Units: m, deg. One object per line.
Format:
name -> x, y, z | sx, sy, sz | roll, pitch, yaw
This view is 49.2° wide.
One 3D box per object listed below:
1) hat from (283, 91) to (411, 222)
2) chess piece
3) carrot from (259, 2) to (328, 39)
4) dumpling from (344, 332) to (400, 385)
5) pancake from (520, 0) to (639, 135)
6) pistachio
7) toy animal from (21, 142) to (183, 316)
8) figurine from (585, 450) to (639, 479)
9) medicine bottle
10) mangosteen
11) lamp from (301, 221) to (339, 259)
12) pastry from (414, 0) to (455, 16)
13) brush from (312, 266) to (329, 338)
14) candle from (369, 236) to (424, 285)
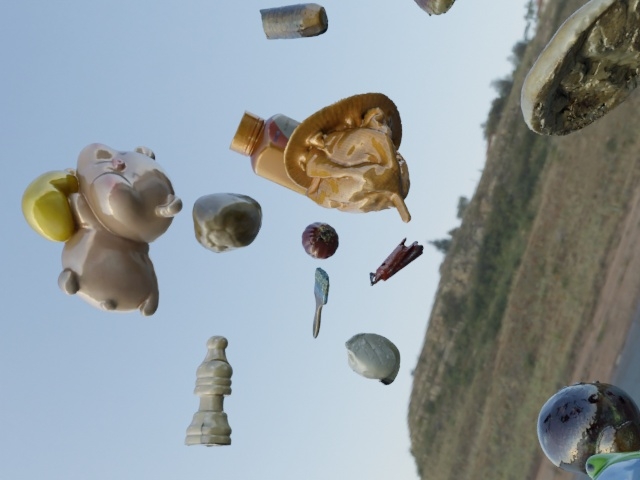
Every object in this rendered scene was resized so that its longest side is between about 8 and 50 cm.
hat -> 0.098, -0.101, 1.220 | 0.233, 0.233, 0.244 | -41, -39, 9
chess piece -> -0.309, 0.425, 1.986 | 0.139, 0.124, 0.308 | 137, 137, -65
carrot -> -0.067, -0.517, 1.654 | 0.082, 0.173, 0.082 | 0, -90, -67
dumpling -> 0.147, 0.326, 1.967 | 0.150, 0.176, 0.092 | -66, -3, -46
pancake -> 0.548, -0.352, 1.361 | 0.386, 0.082, 0.387 | -24, -30, -15
pistachio -> -0.170, -0.038, 1.308 | 0.108, 0.126, 0.185 | -49, -13, 23
toy animal -> -0.391, -0.052, 1.321 | 0.246, 0.345, 0.277 | -33, -39, 17
figurine -> 0.463, 0.358, 0.886 | 0.143, 0.263, 0.162 | -1, -89, -46
medicine bottle -> -0.097, -0.219, 1.664 | 0.149, 0.222, 0.112 | -78, 14, -48
mangosteen -> 0.618, 0.452, 1.552 | 0.289, 0.231, 0.231 | -109, 14, -46
lamp -> 0.000, 0.000, 1.787 | 0.101, 0.101, 0.090 | -59, 12, -31
pastry -> 0.242, -0.554, 1.482 | 0.153, 0.081, 0.154 | 171, 90, -77
brush -> -0.005, 0.163, 1.743 | 0.021, 0.070, 0.197 | -5, -62, -25
candle -> 0.252, 0.078, 2.356 | 0.301, 0.084, 0.059 | -39, -10, -42
